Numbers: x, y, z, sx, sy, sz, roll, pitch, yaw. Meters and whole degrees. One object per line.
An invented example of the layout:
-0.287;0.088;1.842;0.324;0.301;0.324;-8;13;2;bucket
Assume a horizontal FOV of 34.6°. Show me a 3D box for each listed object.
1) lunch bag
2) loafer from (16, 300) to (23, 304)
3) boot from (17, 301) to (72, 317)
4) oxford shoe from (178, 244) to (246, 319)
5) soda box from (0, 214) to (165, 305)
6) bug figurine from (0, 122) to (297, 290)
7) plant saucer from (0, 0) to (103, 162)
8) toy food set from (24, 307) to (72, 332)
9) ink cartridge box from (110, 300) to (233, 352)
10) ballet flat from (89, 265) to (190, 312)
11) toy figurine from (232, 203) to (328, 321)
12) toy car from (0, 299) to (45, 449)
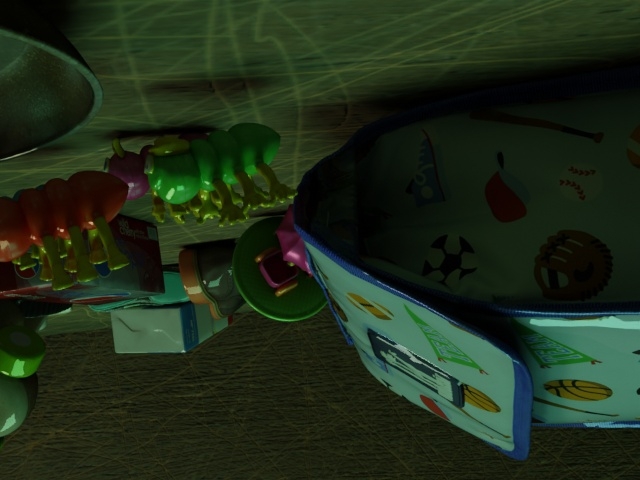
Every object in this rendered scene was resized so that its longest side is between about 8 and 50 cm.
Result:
0.192;0.033;0.832;0.385;0.239;0.328;-3;154;10;lunch bag
-0.384;0.032;1.149;0.080;0.078;0.220;-47;165;26;loafer
-0.419;0.059;1.338;0.197;0.077;0.137;7;175;-10;boot
-0.126;0.058;1.514;0.098;0.097;0.271;-14;173;6;oxford shoe
-0.252;0.017;1.062;0.092;0.084;0.263;-9;172;11;soda box
-0.143;-0.029;0.680;0.216;0.072;0.279;-19;-172;-21;bug figurine
-0.255;-0.073;0.450;0.310;0.050;0.310;-7;172;-1;plant saucer
-0.562;0.189;1.720;0.219;0.093;0.306;-7;-159;6;toy food set
-0.238;0.123;1.745;0.134;0.078;0.231;-3;-171;21;ink cartridge box
-0.278;0.070;1.634;0.188;0.070;0.070;-5;173;-1;ballet flat
0.000;0.000;1.161;0.173;0.130;0.159;-28;173;-26;toy figurine
-0.341;0.112;1.082;0.148;0.155;0.188;30;-155;0;toy car
